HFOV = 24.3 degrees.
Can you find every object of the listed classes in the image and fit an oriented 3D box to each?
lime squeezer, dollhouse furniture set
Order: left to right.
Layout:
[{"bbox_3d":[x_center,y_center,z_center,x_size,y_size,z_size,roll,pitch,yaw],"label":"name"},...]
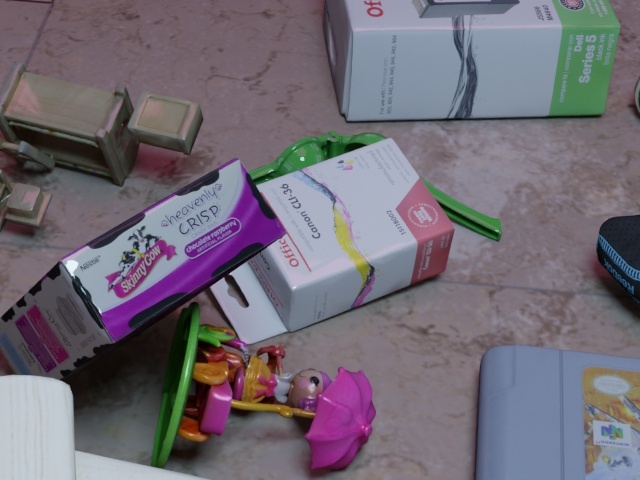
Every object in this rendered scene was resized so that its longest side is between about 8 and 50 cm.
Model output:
[{"bbox_3d":[-0.214,-0.053,1.355,0.182,0.101,0.161,14,65,11],"label":"dollhouse furniture set"},{"bbox_3d":[0.009,-0.050,1.386,0.310,0.059,0.110,2,70,-4],"label":"lime squeezer"}]

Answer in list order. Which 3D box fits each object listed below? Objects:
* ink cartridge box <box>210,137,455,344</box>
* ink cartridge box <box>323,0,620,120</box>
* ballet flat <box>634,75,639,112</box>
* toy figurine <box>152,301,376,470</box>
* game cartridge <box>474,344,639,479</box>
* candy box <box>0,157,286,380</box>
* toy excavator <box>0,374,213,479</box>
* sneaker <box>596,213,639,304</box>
[{"bbox_3d":[0.000,0.000,1.274,0.198,0.067,0.115,-21,58,-20],"label":"ink cartridge box"},{"bbox_3d":[0.149,-0.225,1.545,0.273,0.115,0.198,-2,40,-7],"label":"ink cartridge box"},{"bbox_3d":[0.443,-0.135,1.496,0.248,0.086,0.086,17,41,16],"label":"ballet flat"},{"bbox_3d":[-0.038,0.120,1.142,0.159,0.130,0.173,13,14,-9],"label":"toy figurine"},{"bbox_3d":[0.265,0.174,1.122,0.297,0.062,0.198,6,35,3],"label":"game cartridge"},{"bbox_3d":[-0.144,0.033,1.115,0.159,0.233,0.071,-33,89,-30],"label":"candy box"},{"bbox_3d":[0.023,0.230,0.723,0.433,0.445,0.222,-3,39,-9],"label":"toy excavator"},{"bbox_3d":[0.396,-0.031,1.324,0.341,0.125,0.139,-23,41,-31],"label":"sneaker"}]
